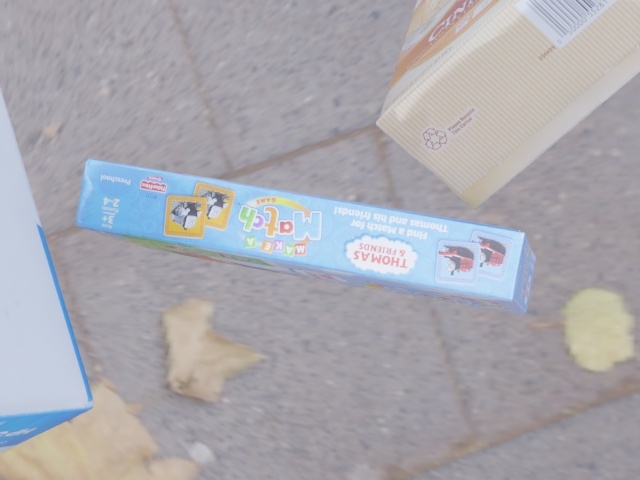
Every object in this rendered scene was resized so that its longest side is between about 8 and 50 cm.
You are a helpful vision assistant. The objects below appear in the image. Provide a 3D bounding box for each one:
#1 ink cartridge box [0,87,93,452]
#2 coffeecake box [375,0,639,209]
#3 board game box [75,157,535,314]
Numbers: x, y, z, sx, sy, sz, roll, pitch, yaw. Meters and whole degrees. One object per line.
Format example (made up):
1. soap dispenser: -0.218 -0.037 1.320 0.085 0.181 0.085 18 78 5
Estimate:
1. ink cartridge box: -0.207 0.035 0.778 0.203 0.086 0.148 -27 76 31
2. coffeecake box: 0.111 -0.122 0.942 0.068 0.185 0.142 41 120 -13
3. board game box: 0.000 0.000 0.971 0.211 0.160 0.039 9 87 9
